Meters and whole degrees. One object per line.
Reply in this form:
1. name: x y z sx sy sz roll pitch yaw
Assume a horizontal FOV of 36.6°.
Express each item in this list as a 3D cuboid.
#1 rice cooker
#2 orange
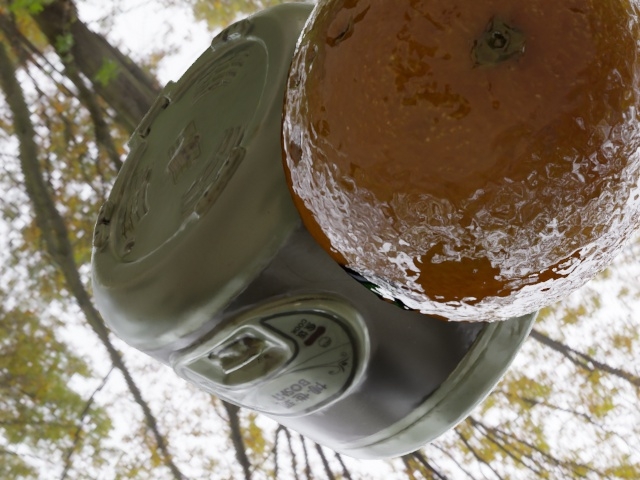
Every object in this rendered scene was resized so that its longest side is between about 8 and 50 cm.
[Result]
1. rice cooker: 0.002 0.003 0.711 0.288 0.277 0.288 -37 -146 30
2. orange: 0.072 -0.058 0.465 0.206 0.206 0.206 -19 -133 22
